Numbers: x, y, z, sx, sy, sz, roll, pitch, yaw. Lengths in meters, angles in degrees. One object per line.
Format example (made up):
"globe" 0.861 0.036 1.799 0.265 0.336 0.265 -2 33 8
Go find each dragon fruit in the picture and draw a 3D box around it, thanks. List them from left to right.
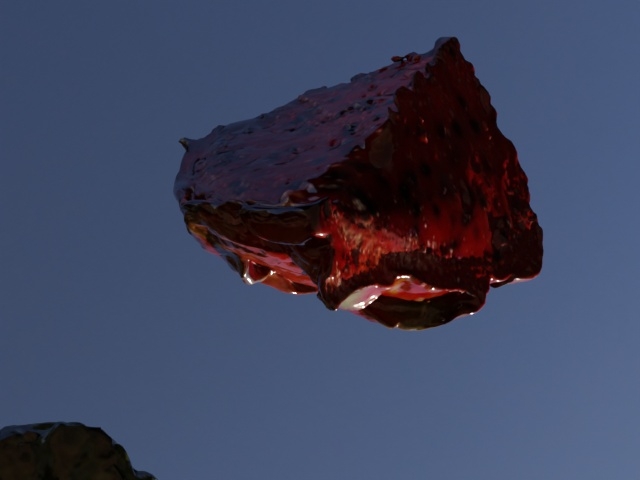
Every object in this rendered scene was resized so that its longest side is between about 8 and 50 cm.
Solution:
"dragon fruit" 0.004 0.009 1.074 0.228 0.286 0.329 66 -153 -20

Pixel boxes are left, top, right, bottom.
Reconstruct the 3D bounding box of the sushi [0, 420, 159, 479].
"sushi" -0.230 0.282 0.767 0.352 0.178 0.294 -20 -94 -23
